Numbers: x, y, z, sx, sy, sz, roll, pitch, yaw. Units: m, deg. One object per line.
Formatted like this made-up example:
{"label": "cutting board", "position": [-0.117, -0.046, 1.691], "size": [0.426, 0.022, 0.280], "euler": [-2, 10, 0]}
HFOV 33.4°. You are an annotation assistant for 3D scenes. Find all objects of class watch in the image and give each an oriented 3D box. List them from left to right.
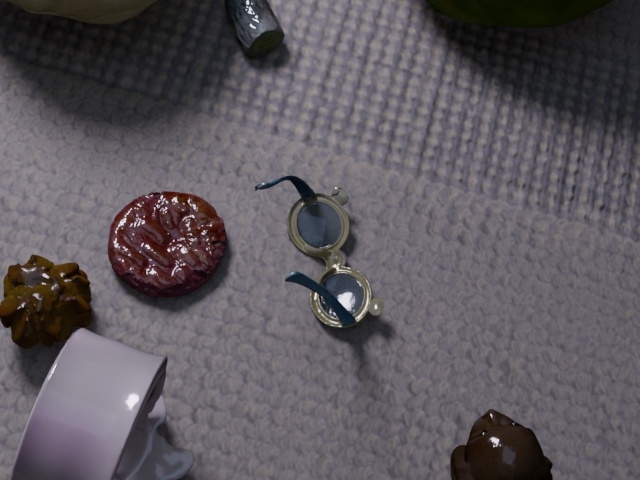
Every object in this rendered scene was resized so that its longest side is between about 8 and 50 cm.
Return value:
{"label": "watch", "position": [-0.236, 0.235, 1.153], "size": [0.196, 0.231, 0.244], "euler": [20, 63, -3]}

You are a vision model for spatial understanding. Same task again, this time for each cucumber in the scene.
{"label": "cucumber", "position": [-0.097, -0.317, 1.499], "size": [0.064, 0.064, 0.112], "euler": [-19, 69, -16]}

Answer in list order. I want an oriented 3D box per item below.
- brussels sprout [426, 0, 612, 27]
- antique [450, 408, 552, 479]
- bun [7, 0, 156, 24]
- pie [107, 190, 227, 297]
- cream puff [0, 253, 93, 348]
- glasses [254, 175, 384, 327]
{"label": "brussels sprout", "position": [0.284, -0.472, 1.461], "size": [0.426, 0.342, 0.361], "euler": [0, 60, 3]}
{"label": "antique", "position": [0.208, 0.325, 1.231], "size": [0.121, 0.143, 0.256], "euler": [11, 64, -2]}
{"label": "bun", "position": [-0.336, -0.410, 1.413], "size": [0.364, 0.202, 0.364], "euler": [16, 37, -12]}
{"label": "pie", "position": [-0.196, 0.002, 1.362], "size": [0.155, 0.036, 0.154], "euler": [4, 66, -8]}
{"label": "cream puff", "position": [-0.333, 0.071, 1.281], "size": [0.116, 0.094, 0.122], "euler": [38, 71, 11]}
{"label": "glasses", "position": [-0.027, 0.011, 1.308], "size": [0.088, 0.221, 0.189], "euler": [-26, 70, 24]}
